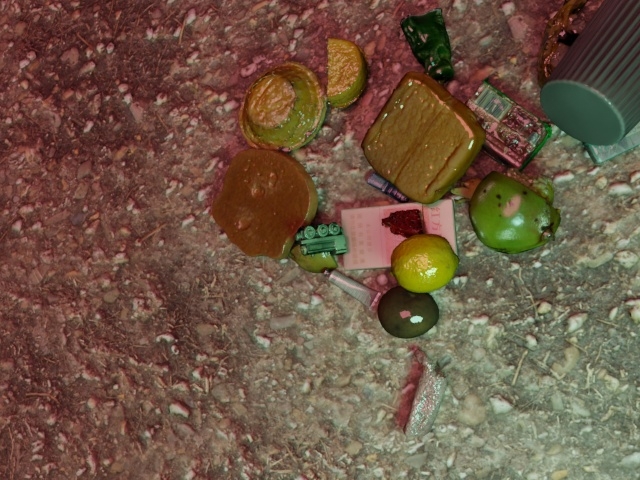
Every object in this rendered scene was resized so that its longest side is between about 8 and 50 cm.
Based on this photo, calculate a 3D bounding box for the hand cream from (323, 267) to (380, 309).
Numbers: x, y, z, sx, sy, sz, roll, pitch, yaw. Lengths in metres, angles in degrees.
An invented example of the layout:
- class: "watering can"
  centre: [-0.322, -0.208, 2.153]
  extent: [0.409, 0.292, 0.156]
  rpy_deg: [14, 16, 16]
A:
- class: "hand cream"
  centre: [0.099, 0.151, 1.876]
  extent: [0.194, 0.042, 0.067]
  rpy_deg: [31, 94, 6]

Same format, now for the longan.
- class: "longan"
  centre: [0.267, 0.219, 1.750]
  extent: [0.187, 0.167, 0.168]
  rpy_deg: [-9, 83, 34]

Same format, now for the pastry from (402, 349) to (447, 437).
- class: "pastry"
  centre: [0.323, 0.475, 1.750]
  extent: [0.112, 0.103, 0.265]
  rpy_deg: [8, 90, 11]

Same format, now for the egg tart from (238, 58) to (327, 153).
- class: "egg tart"
  centre: [-0.144, -0.455, 1.953]
  extent: [0.341, 0.132, 0.342]
  rpy_deg: [-1, 87, 19]

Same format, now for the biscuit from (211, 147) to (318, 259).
- class: "biscuit"
  centre: [-0.188, -0.127, 1.945]
  extent: [0.385, 0.062, 0.365]
  rpy_deg: [36, 106, 27]

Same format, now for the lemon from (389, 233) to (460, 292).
- class: "lemon"
  centre: [0.304, 0.066, 1.695]
  extent: [0.193, 0.180, 0.181]
  rpy_deg: [2, 86, 29]

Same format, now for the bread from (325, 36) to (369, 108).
- class: "bread"
  centre: [0.084, -0.554, 1.881]
  extent: [0.139, 0.143, 0.229]
  rpy_deg: [0, 88, 18]

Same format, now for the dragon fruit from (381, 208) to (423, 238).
- class: "dragon fruit"
  centre: [0.257, -0.039, 1.788]
  extent: [0.131, 0.063, 0.097]
  rpy_deg: [-6, 51, 17]

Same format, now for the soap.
- class: "soap"
  centre: [0.547, -0.350, 1.741]
  extent: [0.273, 0.098, 0.218]
  rpy_deg: [41, 98, 16]

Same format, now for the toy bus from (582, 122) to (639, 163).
- class: "toy bus"
  centre: [0.891, -0.317, 1.638]
  extent: [0.261, 0.091, 0.109]
  rpy_deg: [-27, 89, 15]

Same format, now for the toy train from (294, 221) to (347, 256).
- class: "toy train"
  centre: [0.000, 0.000, 1.824]
  extent: [0.170, 0.071, 0.111]
  rpy_deg: [-8, 87, -28]

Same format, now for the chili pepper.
- class: "chili pepper"
  centre: [0.353, -0.596, 1.826]
  extent: [0.136, 0.099, 0.271]
  rpy_deg: [-11, 75, -8]

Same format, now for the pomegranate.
- class: "pomegranate"
  centre: [0.529, -0.095, 1.660]
  extent: [0.340, 0.260, 0.261]
  rpy_deg: [28, 95, 47]

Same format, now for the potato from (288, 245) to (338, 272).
- class: "potato"
  centre: [-0.031, 0.063, 1.904]
  extent: [0.149, 0.081, 0.120]
  rpy_deg: [-29, 76, 13]

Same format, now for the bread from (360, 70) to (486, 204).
- class: "bread"
  centre: [0.319, -0.304, 1.749]
  extent: [0.328, 0.148, 0.337]
  rpy_deg: [42, 126, 17]

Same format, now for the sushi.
- class: "sushi"
  centre: [0.718, -0.590, 1.688]
  extent: [0.131, 0.139, 0.291]
  rpy_deg: [23, 92, 10]

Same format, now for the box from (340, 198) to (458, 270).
- class: "box"
  centre: [0.249, -0.014, 1.835]
  extent: [0.365, 0.051, 0.205]
  rpy_deg: [-5, 84, 17]

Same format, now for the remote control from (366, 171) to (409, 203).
- class: "remote control"
  centre: [0.223, -0.170, 1.869]
  extent: [0.152, 0.027, 0.044]
  rpy_deg: [33, 100, 19]

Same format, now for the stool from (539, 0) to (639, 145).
- class: "stool"
  centre: [0.792, -0.452, 1.531]
  extent: [0.297, 0.297, 0.330]
  rpy_deg: [39, 83, 17]
